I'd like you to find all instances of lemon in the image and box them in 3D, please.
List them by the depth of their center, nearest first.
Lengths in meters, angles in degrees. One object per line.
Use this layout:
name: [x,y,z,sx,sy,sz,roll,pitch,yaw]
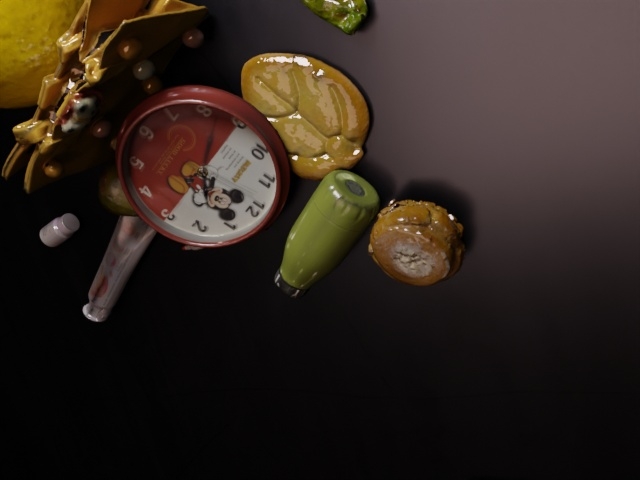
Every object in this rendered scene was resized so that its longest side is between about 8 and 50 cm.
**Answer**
lemon: [-0.557,-0.384,1.119,0.365,0.364,0.364,9,115,20]

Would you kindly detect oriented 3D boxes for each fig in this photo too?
fig: [-0.347,-0.107,1.289,0.133,0.185,0.126,161,105,-67]

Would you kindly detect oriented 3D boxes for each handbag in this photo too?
handbag: [-0.376,-0.262,1.117,0.133,0.283,0.401,44,120,-3]

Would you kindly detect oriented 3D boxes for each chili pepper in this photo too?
chili pepper: [-0.013,-0.407,1.017,0.204,0.073,0.072,35,104,-7]

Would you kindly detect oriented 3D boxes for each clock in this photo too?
clock: [-0.212,-0.127,1.166,0.319,0.080,0.318,2,122,3]

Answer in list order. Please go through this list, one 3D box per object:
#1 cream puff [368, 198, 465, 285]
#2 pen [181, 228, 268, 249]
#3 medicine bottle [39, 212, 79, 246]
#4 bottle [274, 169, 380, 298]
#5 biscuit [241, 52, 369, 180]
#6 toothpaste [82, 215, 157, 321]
cream puff: [0.165,0.000,1.087,0.150,0.115,0.165,-32,106,38]
pen: [-0.197,-0.007,1.298,0.218,0.026,0.026,-15,105,29]
medicine bottle: [-0.584,-0.024,1.449,0.089,0.052,0.052,-27,99,31]
bottle: [0.000,0.000,1.163,0.112,0.112,0.260,37,124,5]
biscuit: [-0.034,-0.220,1.122,0.260,0.041,0.203,42,124,-2]
toothpaste: [-0.438,0.045,1.411,0.100,0.066,0.323,39,117,10]
